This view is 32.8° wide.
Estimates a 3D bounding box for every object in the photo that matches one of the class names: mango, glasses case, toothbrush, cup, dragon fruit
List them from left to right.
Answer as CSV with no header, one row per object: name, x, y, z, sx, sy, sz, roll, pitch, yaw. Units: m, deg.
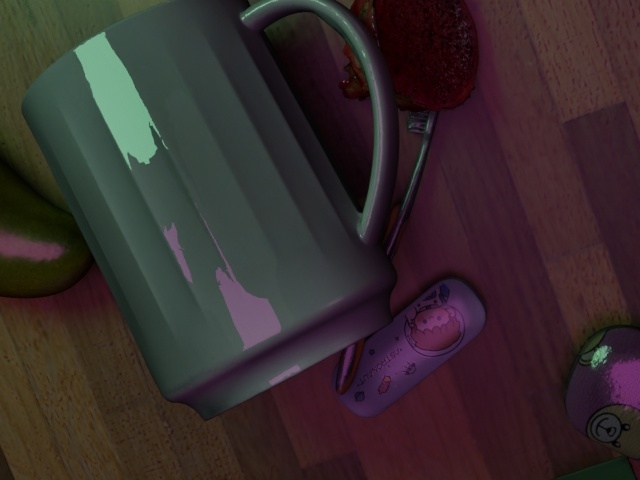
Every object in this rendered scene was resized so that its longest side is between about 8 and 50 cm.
mango,-0.370,-0.030,1.103,0.289,0.129,0.146,37,92,-3
cup,-0.059,-0.045,0.976,0.322,0.237,0.327,-30,84,19
dragon fruit,0.064,-0.187,1.035,0.111,0.153,0.153,-11,99,44
toothbrush,0.067,0.001,1.079,0.031,0.023,0.321,16,92,14
glasses case,0.089,0.109,1.099,0.178,0.045,0.067,-41,85,12
glasses case,0.394,0.181,1.052,0.316,0.076,0.123,21,101,5

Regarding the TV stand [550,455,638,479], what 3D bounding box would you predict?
TV stand,0.319,0.360,1.090,0.088,0.083,0.270,-22,94,12

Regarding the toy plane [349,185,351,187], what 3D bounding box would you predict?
toy plane,0.000,0.000,1.105,0.120,0.031,0.049,-45,85,10
